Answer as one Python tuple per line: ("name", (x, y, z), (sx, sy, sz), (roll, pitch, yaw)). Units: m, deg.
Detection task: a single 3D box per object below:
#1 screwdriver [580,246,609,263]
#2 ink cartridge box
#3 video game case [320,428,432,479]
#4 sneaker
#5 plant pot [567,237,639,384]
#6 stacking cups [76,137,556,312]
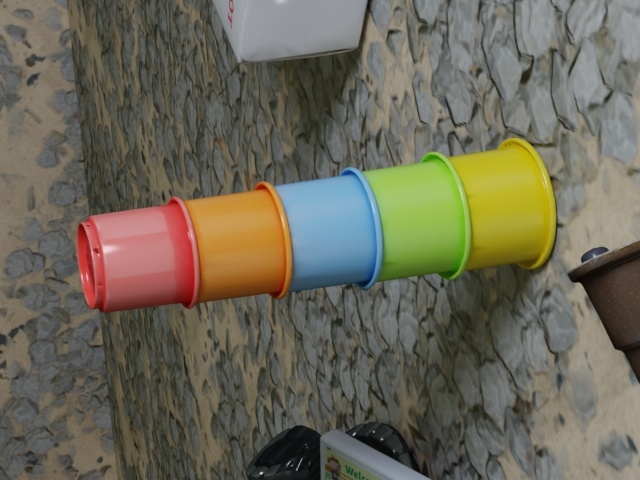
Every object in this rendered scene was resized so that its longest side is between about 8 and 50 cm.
("screwdriver", (0.198, 0.081, 0.916), (0.025, 0.024, 0.170), (50, -161, -67))
("ink cartridge box", (-0.048, -0.320, 1.299), (0.207, 0.117, 0.283), (102, 153, -46))
("video game case", (0.079, 0.280, 1.242), (0.212, 0.023, 0.193), (23, 123, 43))
("sneaker", (0.030, 0.236, 1.419), (0.106, 0.101, 0.267), (53, 158, -14))
("plant pot", (0.215, 0.062, 0.655), (0.167, 0.167, 0.165), (142, 110, -69))
("stacking cups", (0.000, 0.000, 0.999), (0.096, 0.316, 0.096), (170, 90, -70))
